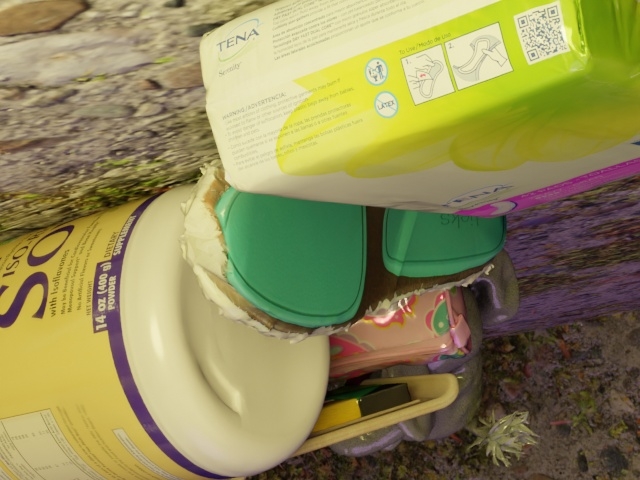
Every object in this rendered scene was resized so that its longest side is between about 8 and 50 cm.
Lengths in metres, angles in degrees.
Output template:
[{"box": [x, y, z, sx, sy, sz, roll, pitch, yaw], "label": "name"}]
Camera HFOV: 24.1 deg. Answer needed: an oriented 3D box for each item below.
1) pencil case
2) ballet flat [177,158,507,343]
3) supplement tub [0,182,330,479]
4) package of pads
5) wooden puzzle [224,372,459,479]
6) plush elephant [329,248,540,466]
[{"box": [0.000, 0.091, 1.436, 0.284, 0.124, 0.124, -16, 170, 8], "label": "pencil case"}, {"box": [0.000, 0.000, 1.163, 0.147, 0.147, 0.409, -15, 172, 34], "label": "ballet flat"}, {"box": [-0.186, 0.099, 1.268, 0.331, 0.241, 0.241, -15, 170, 32], "label": "supplement tub"}, {"box": [0.104, -0.089, 0.833, 0.229, 0.101, 0.296, -17, 168, 34], "label": "package of pads"}, {"box": [-0.017, 0.170, 1.391, 0.238, 0.044, 0.221, -20, -179, -23], "label": "wooden puzzle"}, {"box": [0.105, 0.123, 1.799, 0.330, 0.272, 0.255, 20, 142, 26], "label": "plush elephant"}]
